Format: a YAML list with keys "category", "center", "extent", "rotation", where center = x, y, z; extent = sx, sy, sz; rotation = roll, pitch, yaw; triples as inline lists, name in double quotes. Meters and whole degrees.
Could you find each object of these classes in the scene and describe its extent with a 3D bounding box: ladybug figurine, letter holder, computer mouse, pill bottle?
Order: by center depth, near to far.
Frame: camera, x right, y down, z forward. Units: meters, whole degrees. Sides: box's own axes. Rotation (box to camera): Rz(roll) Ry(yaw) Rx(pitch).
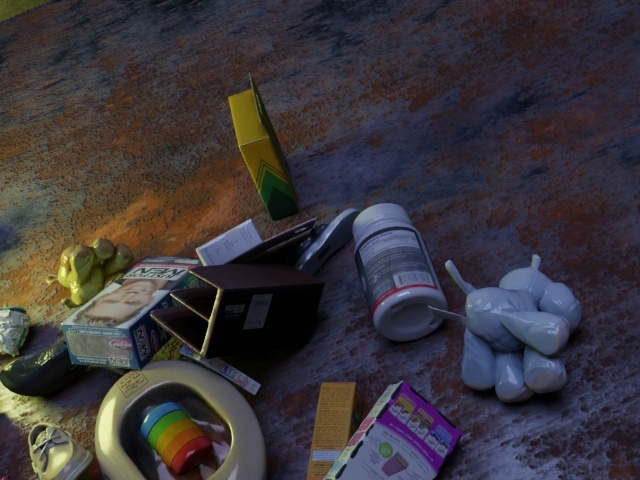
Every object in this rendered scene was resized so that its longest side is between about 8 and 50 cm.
- category: "ladybug figurine"
  center: [-0.270, 0.416, 1.731]
  extent: [0.305, 0.162, 0.449]
  rotation: [-36, 48, -15]
- category: "letter holder"
  center: [-0.181, 0.124, 1.857]
  extent: [0.214, 0.152, 0.302]
  rotation: [27, 18, 37]
- category: "pill bottle"
  center: [0.163, 0.064, 1.898]
  extent: [0.161, 0.161, 0.283]
  rotation: [-18, 46, 3]
- category: "computer mouse"
  center: [-0.600, 0.289, 1.974]
  extent: [0.272, 0.188, 0.072]
  rotation: [-25, 59, 9]

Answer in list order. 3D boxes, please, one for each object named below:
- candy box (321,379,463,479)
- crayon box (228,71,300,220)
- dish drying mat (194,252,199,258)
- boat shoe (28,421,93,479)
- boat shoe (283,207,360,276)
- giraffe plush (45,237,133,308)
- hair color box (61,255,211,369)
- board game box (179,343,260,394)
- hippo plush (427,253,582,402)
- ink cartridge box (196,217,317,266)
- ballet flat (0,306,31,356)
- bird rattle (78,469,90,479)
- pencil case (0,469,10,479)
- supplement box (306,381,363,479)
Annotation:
- category: "candy box"
  center: [0.135, 0.400, 1.615]
  extent: [0.159, 0.071, 0.233]
  rotation: [42, 64, -4]
- category: "crayon box"
  center: [-0.145, -0.229, 2.154]
  extent: [0.081, 0.318, 0.202]
  rotation: [-18, 46, 3]
- category: "dish drying mat"
  center: [-0.274, 0.040, 2.173]
  extent: [0.083, 0.008, 0.032]
  rotation: [19, 59, 31]
- category: "boat shoe"
  center: [-0.536, 0.429, 1.753]
  extent: [0.109, 0.098, 0.302]
  rotation: [-45, 16, -16]
- category: "boat shoe"
  center: [0.000, 0.000, 2.074]
  extent: [0.076, 0.080, 0.228]
  rotation: [31, 72, 35]
- category: "giraffe plush"
  center: [-0.584, 0.079, 2.165]
  extent: [0.170, 0.181, 0.210]
  rotation: [26, 96, 46]
- category: "hair color box"
  center: [-0.397, 0.152, 1.952]
  extent: [0.174, 0.105, 0.347]
  rotation: [1, 24, 22]
- category: "board game box"
  center: [-0.211, 0.268, 1.827]
  extent: [0.103, 0.154, 0.026]
  rotation: [6, 62, 58]
- category: "hippo plush"
  center: [0.385, 0.167, 1.740]
  extent: [0.294, 0.234, 0.236]
  rotation: [31, 33, 21]
- category: "ink cartridge box"
  center: [-0.142, -0.007, 1.991]
  extent: [0.261, 0.296, 0.066]
  rotation: [-28, 88, -4]
- category: "ballet flat"
  center: [-0.904, 0.228, 2.146]
  extent: [0.409, 0.147, 0.147]
  rotation: [-1, 50, 19]
- category: "bird rattle"
  center: [-0.493, 0.580, 1.664]
  extent: [0.207, 0.143, 0.253]
  rotation: [-30, 15, 27]
- category: "pencil case"
  center: [-0.727, 0.564, 1.800]
  extent: [0.209, 0.098, 0.095]
  rotation: [-27, 47, -5]
- category: "supplement box"
  center: [0.030, 0.394, 1.708]
  extent: [0.080, 0.078, 0.233]
  rotation: [-5, 49, 15]
